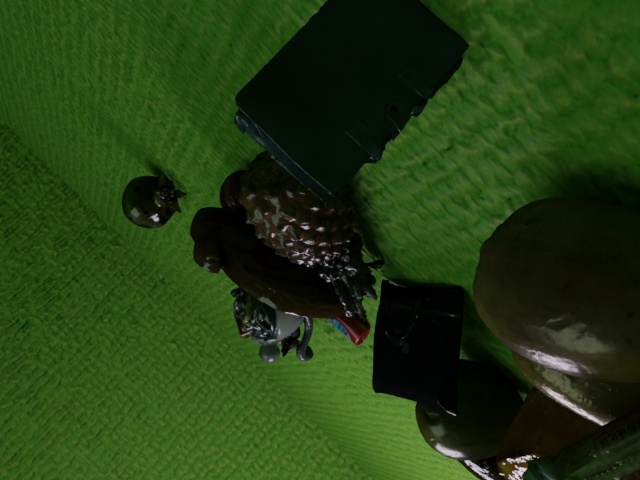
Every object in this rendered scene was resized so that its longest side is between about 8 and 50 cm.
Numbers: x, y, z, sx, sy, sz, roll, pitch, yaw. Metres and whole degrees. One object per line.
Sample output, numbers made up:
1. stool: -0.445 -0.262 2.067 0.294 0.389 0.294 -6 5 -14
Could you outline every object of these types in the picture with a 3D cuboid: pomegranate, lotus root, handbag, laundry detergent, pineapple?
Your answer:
1. pomegranate: -0.424 -0.108 2.069 0.169 0.148 0.148 -23 119 30
2. lotus root: 0.330 0.404 1.604 0.241 0.124 0.123 44 152 -5
3. handbag: 0.032 -0.158 0.810 0.144 0.221 0.057 41 163 4
4. lotus root: 0.293 0.054 0.803 0.310 0.182 0.182 16 148 49
5. handbag: 0.164 0.174 1.385 0.089 0.210 0.254 4 177 -26
6. laundry detergent: 0.036 0.165 1.821 0.165 0.049 0.097 41 166 15
7. lotus root: 0.335 0.140 0.962 0.303 0.146 0.131 33 171 18
8. pineapple: 0.000 0.000 1.319 0.175 0.175 0.361 26 154 44

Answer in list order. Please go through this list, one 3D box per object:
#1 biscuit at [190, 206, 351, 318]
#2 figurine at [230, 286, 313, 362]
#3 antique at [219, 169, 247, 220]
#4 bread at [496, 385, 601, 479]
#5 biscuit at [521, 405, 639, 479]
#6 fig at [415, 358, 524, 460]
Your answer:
1. biscuit: -0.105 0.028 1.520 0.314 0.063 0.367 11 -159 -45
2. figurine: -0.121 0.159 1.933 0.382 0.186 0.261 85 161 -72
3. antique: -0.147 -0.086 1.553 0.104 0.104 0.104 38 162 15
4. bread: 0.414 0.350 1.223 0.312 0.172 0.312 39 160 17
5. biscuit: 0.388 0.228 0.864 0.186 0.309 0.079 53 -163 -17
6. fig: 0.268 0.304 1.433 0.191 0.180 0.181 4 148 15
